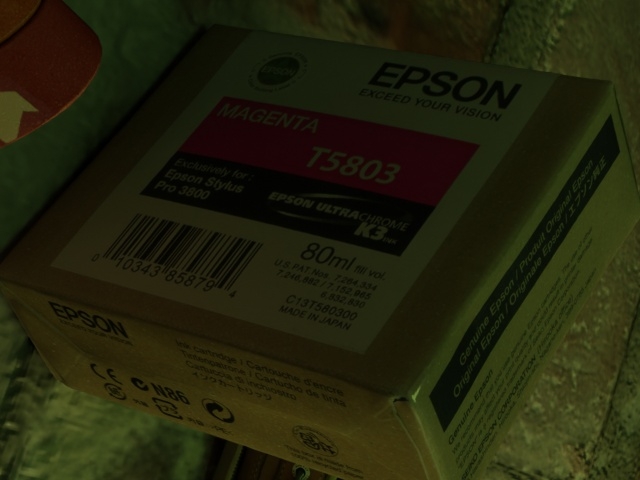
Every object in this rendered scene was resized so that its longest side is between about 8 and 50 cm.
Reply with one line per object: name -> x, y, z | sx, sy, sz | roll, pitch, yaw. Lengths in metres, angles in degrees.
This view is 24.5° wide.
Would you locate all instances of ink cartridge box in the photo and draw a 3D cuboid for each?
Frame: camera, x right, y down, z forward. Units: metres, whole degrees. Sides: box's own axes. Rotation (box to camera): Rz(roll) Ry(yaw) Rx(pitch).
ink cartridge box -> 0.000, 0.000, 0.683 | 0.193, 0.235, 0.088 | -55, 140, -31

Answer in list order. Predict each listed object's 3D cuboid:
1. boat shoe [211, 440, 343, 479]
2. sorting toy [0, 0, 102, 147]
boat shoe -> -0.005, 0.170, 0.843 | 0.111, 0.104, 0.307 | -5, 104, -54
sorting toy -> -0.094, -0.173, 0.590 | 0.365, 0.127, 0.126 | -51, 135, -40
